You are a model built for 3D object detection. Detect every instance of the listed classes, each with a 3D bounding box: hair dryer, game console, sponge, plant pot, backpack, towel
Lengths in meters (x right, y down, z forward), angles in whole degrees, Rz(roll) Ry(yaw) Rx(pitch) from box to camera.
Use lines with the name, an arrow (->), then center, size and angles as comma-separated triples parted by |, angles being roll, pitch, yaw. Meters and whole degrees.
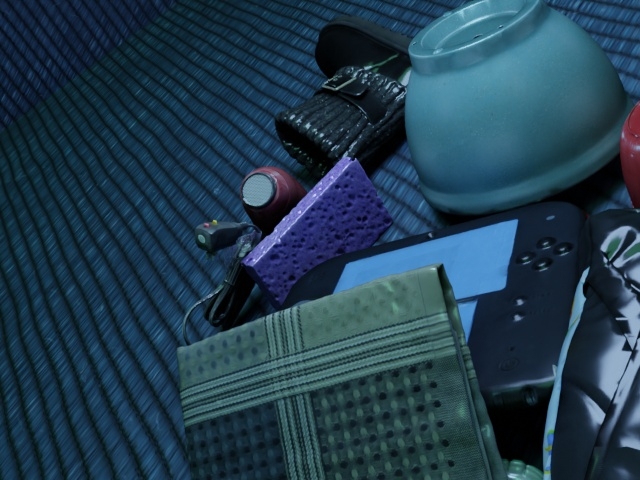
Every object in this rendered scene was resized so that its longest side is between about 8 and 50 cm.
hair dryer -> -0.096, 0.001, 1.246 | 0.080, 0.224, 0.293 | 33, 43, 20
game console -> 0.099, 0.088, 0.981 | 0.386, 0.060, 0.342 | -16, 21, 28
sponge -> 0.000, 0.000, 1.200 | 0.210, 0.117, 0.031 | -46, 32, -19
plant pot -> 0.226, -0.194, 1.141 | 0.293, 0.196, 0.293 | -24, 25, 12
backpack -> 0.298, 0.158, 0.639 | 0.290, 0.273, 0.355 | 3, 33, 27
towel -> 0.015, 0.210, 0.831 | 0.324, 0.056, 0.312 | -20, 71, 28

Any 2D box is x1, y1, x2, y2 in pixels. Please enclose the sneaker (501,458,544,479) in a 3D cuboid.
sneaker -> 0.126, 0.243, 0.827 | 0.166, 0.065, 0.076 | -10, 44, 35

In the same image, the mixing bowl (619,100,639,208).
mixing bowl -> 0.399, -0.113, 0.981 | 0.181, 0.098, 0.181 | -36, 25, 20

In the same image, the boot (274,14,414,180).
boot -> 0.025, -0.236, 1.472 | 0.260, 0.131, 0.348 | -41, 34, -11
